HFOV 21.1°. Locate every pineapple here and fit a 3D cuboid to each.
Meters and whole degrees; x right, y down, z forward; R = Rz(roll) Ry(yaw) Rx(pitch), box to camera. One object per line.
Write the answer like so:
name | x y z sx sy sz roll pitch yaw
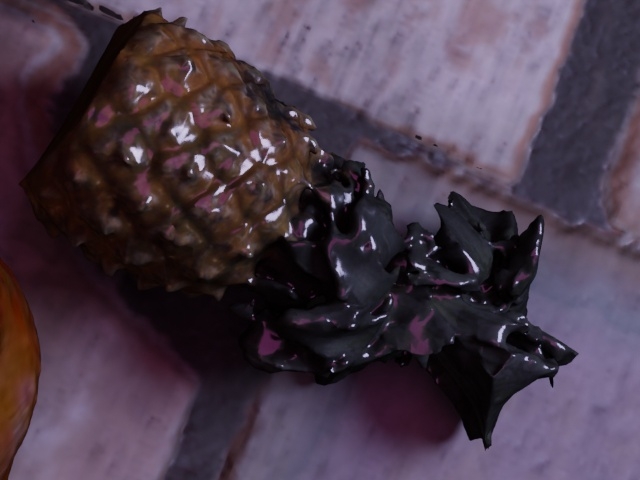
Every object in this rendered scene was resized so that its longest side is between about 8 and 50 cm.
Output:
pineapple | 0.000 0.000 0.720 0.237 0.111 0.119 32 109 -8

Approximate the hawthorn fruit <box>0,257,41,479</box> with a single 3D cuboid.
hawthorn fruit | -0.223 0.054 0.617 0.235 0.231 0.263 -34 89 -22
